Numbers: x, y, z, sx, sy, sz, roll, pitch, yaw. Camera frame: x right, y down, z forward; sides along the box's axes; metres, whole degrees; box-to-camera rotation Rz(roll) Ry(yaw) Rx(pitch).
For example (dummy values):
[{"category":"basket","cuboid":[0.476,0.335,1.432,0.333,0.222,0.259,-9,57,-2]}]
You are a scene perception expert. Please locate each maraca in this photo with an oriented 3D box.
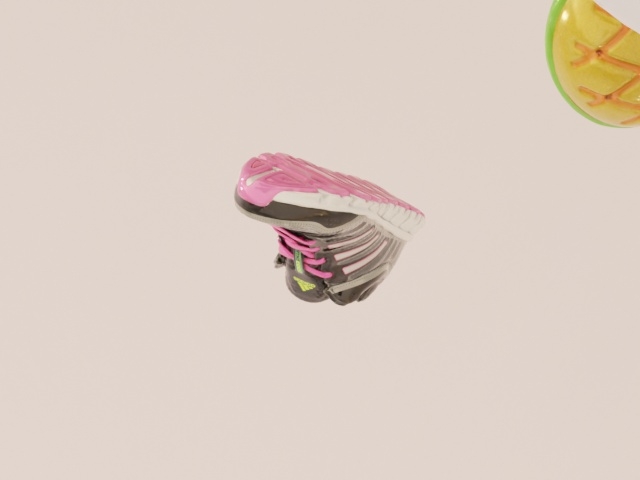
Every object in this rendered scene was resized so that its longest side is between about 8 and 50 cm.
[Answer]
[{"category":"maraca","cuboid":[0.223,-0.163,1.383,0.127,0.186,0.099,-18,-148,1]}]

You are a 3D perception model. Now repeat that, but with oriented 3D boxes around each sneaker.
[{"category":"sneaker","cuboid":[0.000,0.000,1.053,0.063,0.170,0.075,28,-83,26]}]

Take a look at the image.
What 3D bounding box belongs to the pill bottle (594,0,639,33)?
[{"category":"pill bottle","cuboid":[0.212,-0.197,0.599,0.229,0.407,0.229,3,-103,-13]}]
